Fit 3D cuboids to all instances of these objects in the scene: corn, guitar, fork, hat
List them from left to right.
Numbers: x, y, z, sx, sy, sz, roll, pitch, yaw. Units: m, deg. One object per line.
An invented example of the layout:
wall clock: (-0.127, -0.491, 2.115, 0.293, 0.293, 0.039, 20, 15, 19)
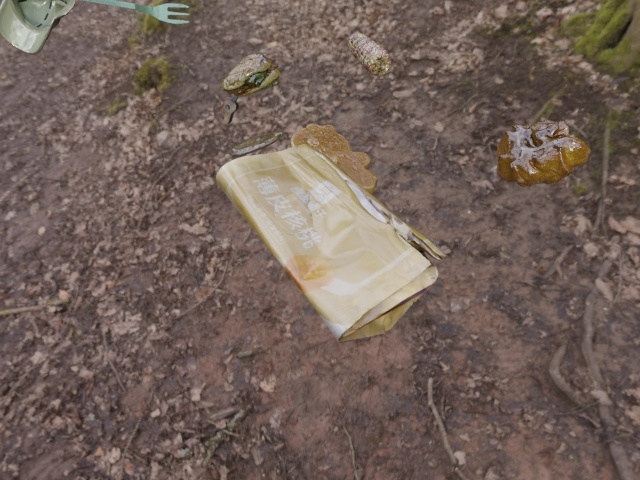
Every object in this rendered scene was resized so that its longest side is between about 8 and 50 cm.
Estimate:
hat: (-0.568, -0.460, 0.827, 0.123, 0.165, 0.081, 24, 5, -7)
fork: (-0.375, -0.451, 0.774, 0.236, 0.039, 0.021, -2, 9, -22)
guitar: (-0.362, -0.611, 1.729, 0.084, 0.271, 0.038, 45, 32, -4)
corn: (0.178, -0.713, 1.537, 0.098, 0.098, 0.289, -13, 44, -14)

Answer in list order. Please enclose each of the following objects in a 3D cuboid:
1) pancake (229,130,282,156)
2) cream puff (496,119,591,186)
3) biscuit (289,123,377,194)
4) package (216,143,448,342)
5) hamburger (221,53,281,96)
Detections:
pancake: (-0.214, -0.323, 1.346, 0.200, 0.021, 0.199, -16, 27, 8)
cream puff: (0.682, -0.269, 1.261, 0.269, 0.155, 0.240, 0, 58, 42)
biscuit: (0.020, -0.179, 0.910, 0.185, 0.035, 0.248, -18, 57, -27)
package: (0.024, -0.023, 0.617, 0.165, 0.221, 0.311, -47, 63, 14)
hamburger: (-0.256, -0.600, 1.471, 0.183, 0.129, 0.206, -3, 29, 33)
